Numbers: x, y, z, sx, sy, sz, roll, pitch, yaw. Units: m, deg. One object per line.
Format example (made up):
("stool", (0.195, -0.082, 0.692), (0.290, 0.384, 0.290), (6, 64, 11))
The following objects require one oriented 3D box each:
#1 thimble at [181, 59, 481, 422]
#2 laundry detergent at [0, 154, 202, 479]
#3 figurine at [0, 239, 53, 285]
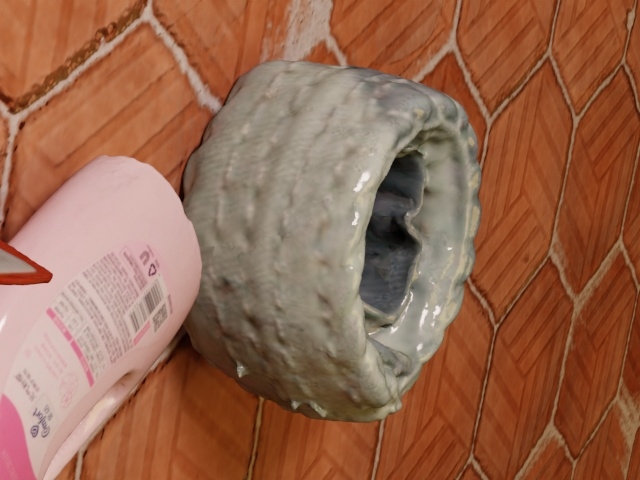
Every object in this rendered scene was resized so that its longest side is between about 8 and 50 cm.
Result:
("thimble", (0.000, 0.000, 1.296), (0.205, 0.172, 0.250), (1, 100, -60))
("laundry detergent", (-0.187, 0.101, 1.053), (0.335, 0.088, 0.159), (-54, 148, -36))
("figurine", (-0.262, 0.088, 0.845), (0.183, 0.160, 0.226), (3, 110, -64))
